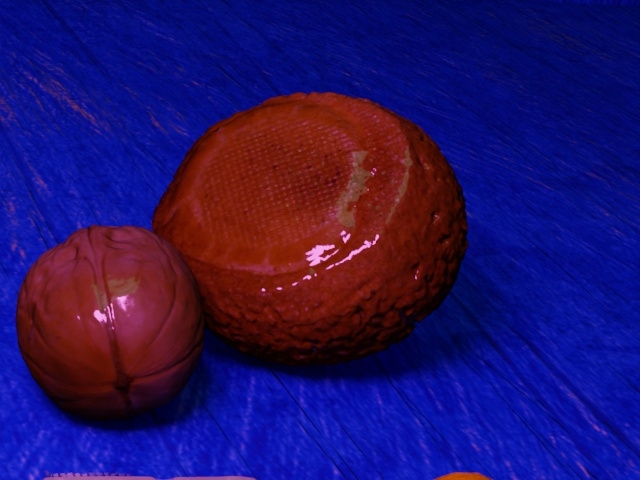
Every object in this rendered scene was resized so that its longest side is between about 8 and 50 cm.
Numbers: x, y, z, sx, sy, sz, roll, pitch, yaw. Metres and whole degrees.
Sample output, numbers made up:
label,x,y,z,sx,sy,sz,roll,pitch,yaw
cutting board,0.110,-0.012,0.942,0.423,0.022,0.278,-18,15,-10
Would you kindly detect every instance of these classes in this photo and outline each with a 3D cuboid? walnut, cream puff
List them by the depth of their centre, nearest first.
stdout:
label,x,y,z,sx,sy,sz,roll,pitch,yaw
walnut,-0.186,0.070,1.475,0.167,0.167,0.207,3,25,-17
cream puff,0.000,0.000,1.631,0.303,0.212,0.303,-12,48,14

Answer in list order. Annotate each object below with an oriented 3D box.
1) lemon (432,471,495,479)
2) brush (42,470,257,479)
label,x,y,z,sx,sy,sz,roll,pitch,yaw
lemon,0.107,0.235,1.265,0.114,0.114,0.155,15,22,11
brush,-0.138,0.204,1.345,0.178,0.033,0.030,3,9,-18
